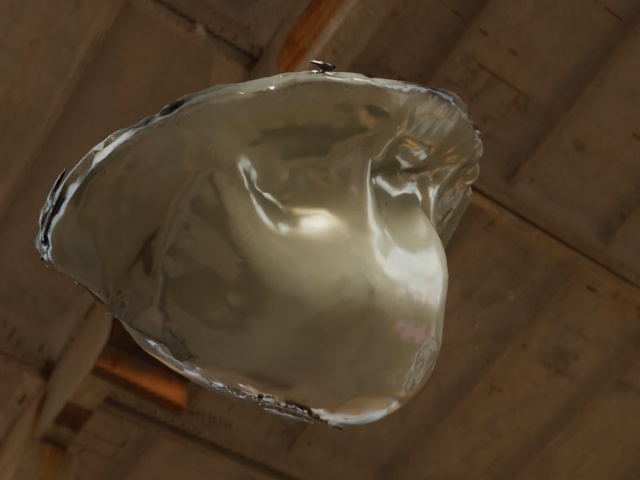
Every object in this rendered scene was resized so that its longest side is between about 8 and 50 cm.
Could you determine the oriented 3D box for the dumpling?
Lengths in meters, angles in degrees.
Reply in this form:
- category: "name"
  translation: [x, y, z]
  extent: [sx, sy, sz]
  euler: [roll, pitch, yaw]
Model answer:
- category: "dumpling"
  translation: [0.000, 0.000, 0.432]
  extent: [0.172, 0.142, 0.247]
  euler: [-47, -32, 11]
